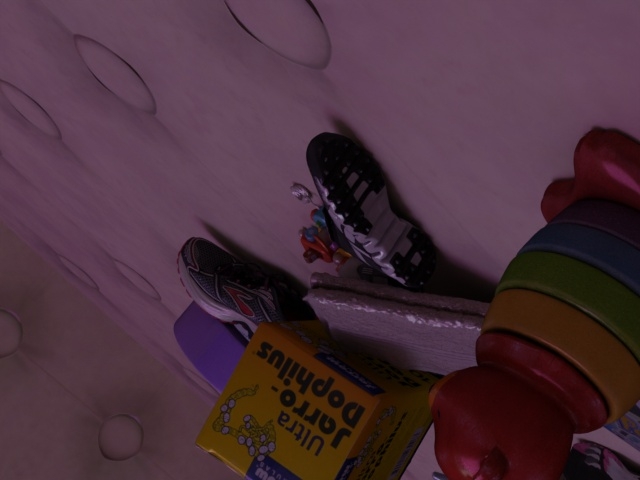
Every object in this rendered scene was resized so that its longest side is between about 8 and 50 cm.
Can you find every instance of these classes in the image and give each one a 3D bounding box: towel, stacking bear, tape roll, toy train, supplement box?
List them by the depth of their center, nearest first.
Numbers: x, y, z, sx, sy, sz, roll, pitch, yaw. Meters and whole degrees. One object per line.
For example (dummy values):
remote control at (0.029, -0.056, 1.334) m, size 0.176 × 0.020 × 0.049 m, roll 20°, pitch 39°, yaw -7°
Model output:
stacking bear at (0.193, 0.084, 0.878) m, size 0.164 × 0.289 × 0.175 m, roll 36°, pitch 162°, yaw 9°
towel at (0.126, 0.114, 1.327) m, size 0.282 × 0.049 × 0.187 m, roll 9°, pitch 157°, yaw 21°
toy train at (0.000, 0.000, 1.436) m, size 0.125 × 0.046 × 0.166 m, roll 29°, pitch 160°, yaw 25°
supplement box at (0.020, 0.239, 1.520) m, size 0.194 × 0.195 × 0.356 m, roll 31°, pitch -171°, yaw 21°
tape roll at (-0.123, 0.199, 1.899) m, size 0.275 × 0.090 × 0.275 m, roll 39°, pitch -170°, yaw -9°

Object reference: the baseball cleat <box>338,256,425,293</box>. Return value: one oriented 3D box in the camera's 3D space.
baseball cleat at (0.089, 0.083, 1.430) m, size 0.109 × 0.072 × 0.206 m, roll 10°, pitch 164°, yaw 20°

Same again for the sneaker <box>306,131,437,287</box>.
sneaker at (0.036, -0.034, 1.235) m, size 0.106 × 0.078 × 0.234 m, roll 13°, pitch 151°, yaw 48°

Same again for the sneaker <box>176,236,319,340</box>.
sneaker at (-0.104, 0.086, 1.771) m, size 0.299 × 0.121 × 0.112 m, roll 37°, pitch 132°, yaw 13°

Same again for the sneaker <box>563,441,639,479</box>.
sneaker at (0.405, 0.335, 1.440) m, size 0.178 × 0.072 × 0.077 m, roll 28°, pitch 171°, yaw 45°

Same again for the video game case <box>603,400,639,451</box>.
video game case at (0.415, 0.206, 1.128) m, size 0.329 × 0.036 × 0.300 m, roll 35°, pitch 162°, yaw 20°

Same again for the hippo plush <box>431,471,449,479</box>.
hippo plush at (0.359, 0.447, 1.656) m, size 0.236 × 0.234 × 0.294 m, roll 127°, pitch 132°, yaw -56°
